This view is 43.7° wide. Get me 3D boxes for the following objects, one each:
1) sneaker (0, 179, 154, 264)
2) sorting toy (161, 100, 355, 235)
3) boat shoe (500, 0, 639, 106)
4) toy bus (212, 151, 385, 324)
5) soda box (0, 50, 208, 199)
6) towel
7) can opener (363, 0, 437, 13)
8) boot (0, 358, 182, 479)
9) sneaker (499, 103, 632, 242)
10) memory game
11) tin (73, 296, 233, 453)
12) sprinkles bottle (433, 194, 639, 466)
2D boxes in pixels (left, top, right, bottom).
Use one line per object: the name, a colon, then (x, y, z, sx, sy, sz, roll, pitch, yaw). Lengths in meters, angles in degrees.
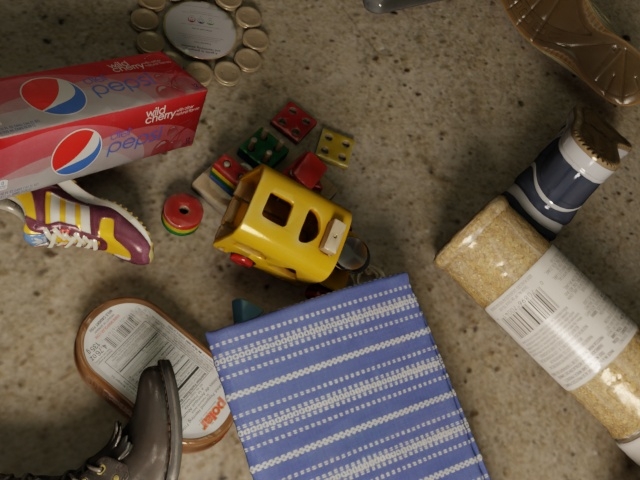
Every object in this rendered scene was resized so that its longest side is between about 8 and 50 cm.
sneaker: (-0.267, -0.013, 0.852, 0.186, 0.069, 0.084, 31, 55, 9)
sorting toy: (-0.056, -0.077, 0.969, 0.132, 0.046, 0.274, 41, 58, 5)
boat shoe: (0.389, -0.322, 1.233, 0.302, 0.109, 0.098, 46, 19, 8)
toy bus: (-0.012, 0.000, 0.877, 0.202, 0.104, 0.190, -22, 92, -27)
soda box: (-0.253, -0.131, 0.862, 0.092, 0.083, 0.263, 42, 42, 21)
towel: (0.045, 0.218, 0.823, 0.243, 0.040, 0.335, -16, 80, -23)
can opener: (0.174, -0.413, 1.228, 0.284, 0.076, 0.095, -20, 39, -27)
boot: (-0.247, 0.221, 0.702, 0.229, 0.091, 0.262, 11, 76, -12)
sneaker: (0.334, -0.092, 1.096, 0.099, 0.153, 0.282, 41, 28, 8)
memory game: (-0.159, -0.278, 1.061, 0.186, 0.012, 0.186, 9, 61, -16)
tin: (-0.169, 0.137, 0.824, 0.190, 0.040, 0.106, 39, 62, 4)
sprinkles bottle: (0.300, 0.106, 0.951, 0.355, 0.121, 0.121, 45, 58, 8)
